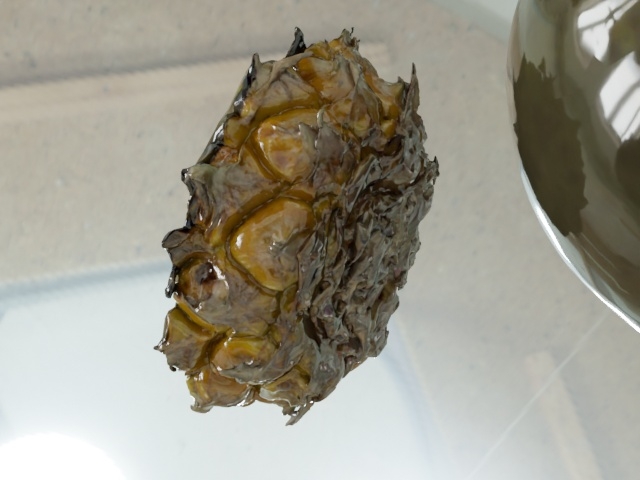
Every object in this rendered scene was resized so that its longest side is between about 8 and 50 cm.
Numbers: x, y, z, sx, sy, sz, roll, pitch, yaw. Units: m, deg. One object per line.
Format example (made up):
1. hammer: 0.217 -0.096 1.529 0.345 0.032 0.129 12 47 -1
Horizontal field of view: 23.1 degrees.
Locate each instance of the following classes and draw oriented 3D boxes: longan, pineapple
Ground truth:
1. longan: 0.199 -0.060 0.692 0.248 0.248 0.248 9 -122 -14
2. pineapple: 0.000 0.000 0.772 0.076 0.225 0.225 23 -127 21
